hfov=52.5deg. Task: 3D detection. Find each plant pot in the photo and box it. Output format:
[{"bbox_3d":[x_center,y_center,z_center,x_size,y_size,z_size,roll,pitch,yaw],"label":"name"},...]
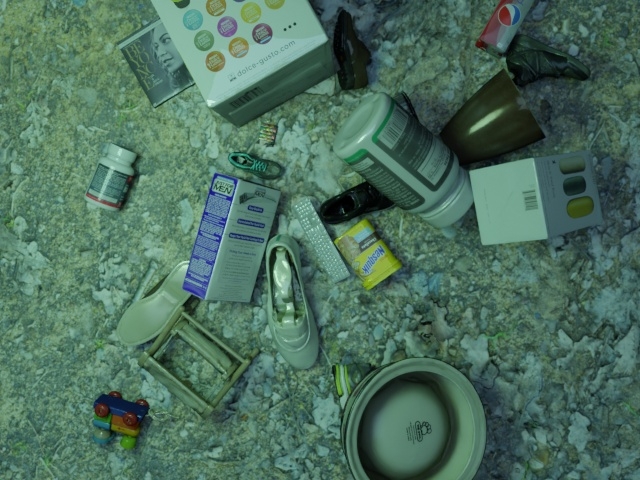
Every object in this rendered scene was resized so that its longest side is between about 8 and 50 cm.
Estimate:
[{"bbox_3d":[0.448,-0.308,1.751,0.230,0.215,0.215,-31,89,20],"label":"plant pot"}]

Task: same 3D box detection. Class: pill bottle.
[{"bbox_3d":[0.226,-0.199,1.690,0.361,0.204,0.204,37,95,-21],"label":"pill bottle"},{"bbox_3d":[-0.602,-0.184,1.879,0.108,0.108,0.180,24,95,4],"label":"pill bottle"}]

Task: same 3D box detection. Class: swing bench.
[{"bbox_3d":[-0.356,0.346,1.851,0.253,0.165,0.254,38,95,2],"label":"swing bench"}]

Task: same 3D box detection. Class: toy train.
[{"bbox_3d":[-0.550,0.552,1.913,0.248,0.105,0.143,16,104,4],"label":"toy train"}]

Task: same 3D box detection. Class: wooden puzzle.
[{"bbox_3d":[-0.153,-0.313,1.885,0.049,0.006,0.083,13,94,4],"label":"wooden puzzle"}]

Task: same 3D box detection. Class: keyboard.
[{"bbox_3d":[0.000,0.000,1.863,0.072,0.014,0.256,-29,90,44],"label":"keyboard"}]

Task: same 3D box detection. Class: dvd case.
[{"bbox_3d":[-0.473,-0.524,1.899,0.164,0.018,0.221,-30,89,6],"label":"dvd case"}]

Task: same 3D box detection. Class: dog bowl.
[{"bbox_3d":[0.235,0.512,1.760,0.408,0.150,0.408,1,87,-17],"label":"dog bowl"}]

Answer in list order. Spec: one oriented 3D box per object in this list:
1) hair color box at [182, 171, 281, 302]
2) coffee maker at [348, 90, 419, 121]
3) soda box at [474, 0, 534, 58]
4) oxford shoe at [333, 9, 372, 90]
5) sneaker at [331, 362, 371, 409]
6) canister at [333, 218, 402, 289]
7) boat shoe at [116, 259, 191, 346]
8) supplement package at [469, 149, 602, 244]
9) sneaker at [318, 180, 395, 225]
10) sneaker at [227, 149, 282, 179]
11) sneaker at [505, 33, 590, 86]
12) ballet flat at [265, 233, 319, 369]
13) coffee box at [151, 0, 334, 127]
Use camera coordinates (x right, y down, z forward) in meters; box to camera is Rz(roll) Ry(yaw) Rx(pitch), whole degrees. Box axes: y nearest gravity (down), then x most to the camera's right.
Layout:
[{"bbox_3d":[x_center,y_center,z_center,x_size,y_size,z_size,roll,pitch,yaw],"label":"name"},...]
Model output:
[{"bbox_3d":[-0.245,-0.004,1.808,0.110,0.185,0.339,21,95,35],"label":"hair color box"},{"bbox_3d":[0.185,-0.301,1.801,0.178,0.120,0.171,-25,91,6],"label":"coffee maker"},{"bbox_3d":[0.527,-0.638,1.771,0.083,0.092,0.263,30,95,4],"label":"soda box"},{"bbox_3d":[0.092,-0.536,1.830,0.096,0.083,0.227,-8,90,-17],"label":"oxford shoe"},{"bbox_3d":[0.125,0.487,1.847,0.121,0.111,0.300,-16,93,1],"label":"sneaker"},{"bbox_3d":[0.133,0.038,1.843,0.126,0.073,0.170,-36,87,5],"label":"canister"},{"bbox_3d":[-0.457,0.179,1.887,0.116,0.097,0.324,44,96,-3],"label":"boat shoe"},{"bbox_3d":[0.558,-0.112,1.676,0.263,0.198,0.199,-12,92,-38],"label":"supplement package"},{"bbox_3d":[0.129,-0.116,1.810,0.283,0.124,0.107,-27,90,5],"label":"sneaker"},{"bbox_3d":[-0.192,-0.215,1.858,0.166,0.076,0.065,15,94,4],"label":"sneaker"},{"bbox_3d":[0.612,-0.461,1.777,0.227,0.087,0.130,25,96,7],"label":"sneaker"},{"bbox_3d":[-0.094,0.181,1.839,0.139,0.139,0.400,-9,92,5],"label":"ballet flat"},{"bbox_3d":[-0.189,-0.543,1.713,0.338,0.338,0.334,-28,89,5],"label":"coffee box"}]
